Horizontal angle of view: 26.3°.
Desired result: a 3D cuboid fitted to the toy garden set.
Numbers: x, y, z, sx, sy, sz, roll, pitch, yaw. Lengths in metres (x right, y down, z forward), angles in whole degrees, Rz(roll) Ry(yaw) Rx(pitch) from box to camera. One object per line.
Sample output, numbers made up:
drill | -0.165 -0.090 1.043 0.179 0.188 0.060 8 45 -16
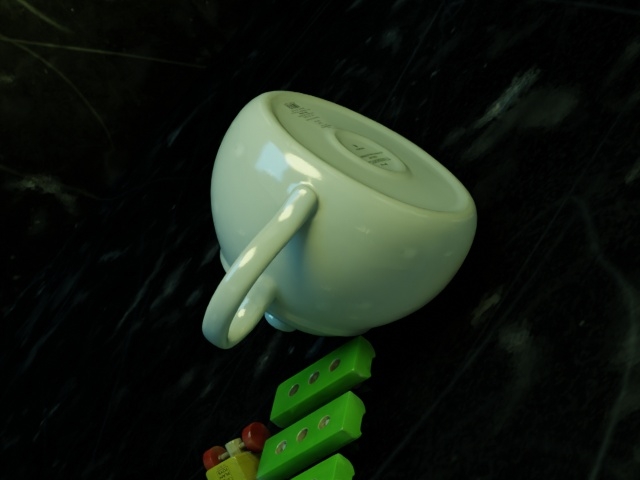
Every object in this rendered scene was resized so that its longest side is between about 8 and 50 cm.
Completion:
toy garden set | -0.036 0.221 1.153 0.204 0.049 0.244 -35 26 34

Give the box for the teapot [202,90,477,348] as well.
teapot | 0.000 0.000 1.202 0.187 0.256 0.252 -61 31 19
